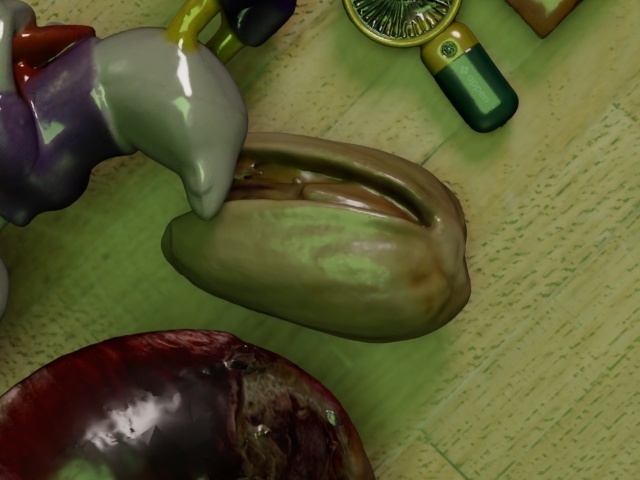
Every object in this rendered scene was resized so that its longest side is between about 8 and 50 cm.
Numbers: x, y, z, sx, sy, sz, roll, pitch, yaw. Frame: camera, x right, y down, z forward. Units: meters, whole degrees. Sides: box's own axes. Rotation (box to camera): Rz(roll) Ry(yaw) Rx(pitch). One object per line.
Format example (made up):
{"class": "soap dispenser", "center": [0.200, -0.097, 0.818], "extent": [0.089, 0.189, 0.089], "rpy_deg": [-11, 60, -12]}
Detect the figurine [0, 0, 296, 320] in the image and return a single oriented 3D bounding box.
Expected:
{"class": "figurine", "center": [-0.160, -0.055, 1.269], "extent": [0.421, 0.154, 0.193], "rpy_deg": [-39, 73, 3]}

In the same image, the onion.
{"class": "onion", "center": [-0.112, 0.193, 1.255], "extent": [0.314, 0.232, 0.314], "rpy_deg": [-13, 118, -25]}

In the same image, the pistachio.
{"class": "pistachio", "center": [0.000, 0.000, 1.301], "extent": [0.206, 0.131, 0.130], "rpy_deg": [12, 48, 11]}

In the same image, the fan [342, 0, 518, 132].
{"class": "fan", "center": [0.076, -0.139, 1.323], "extent": [0.082, 0.039, 0.155], "rpy_deg": [-35, 89, 6]}

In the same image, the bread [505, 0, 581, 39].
{"class": "bread", "center": [0.196, -0.240, 1.302], "extent": [0.226, 0.049, 0.088], "rpy_deg": [-45, 86, 5]}
